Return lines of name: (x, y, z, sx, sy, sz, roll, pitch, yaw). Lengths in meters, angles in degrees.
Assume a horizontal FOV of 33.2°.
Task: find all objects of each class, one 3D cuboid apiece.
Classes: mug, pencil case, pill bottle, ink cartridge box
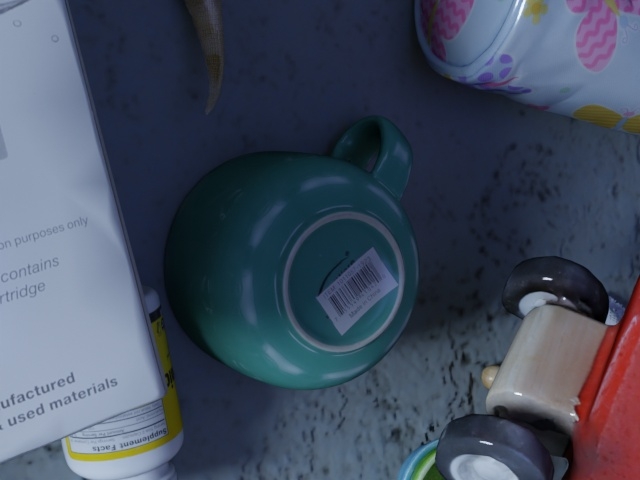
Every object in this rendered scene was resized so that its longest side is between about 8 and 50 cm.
mug: (-0.008, 0.003, 0.594, 0.129, 0.097, 0.158, 5, 94, -29)
pencil case: (0.194, -0.134, 0.682, 0.273, 0.113, 0.124, 7, 82, -29)
pill bottle: (-0.108, 0.086, 0.568, 0.065, 0.065, 0.116, -14, 103, -27)
ink cartridge box: (-0.182, -0.066, 0.428, 0.117, 0.207, 0.283, -19, 104, -30)

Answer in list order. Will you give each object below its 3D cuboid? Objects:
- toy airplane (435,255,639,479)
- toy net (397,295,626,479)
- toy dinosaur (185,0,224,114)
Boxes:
toy airplane: (0.248, 0.191, 0.619, 0.384, 0.272, 0.386, 6, 88, -60)
toy net: (0.148, 0.131, 0.725, 0.232, 0.045, 0.122, -38, 112, -20)
toy dinosaur: (-0.065, -0.166, 0.581, 0.092, 0.053, 0.183, -24, 100, -9)
